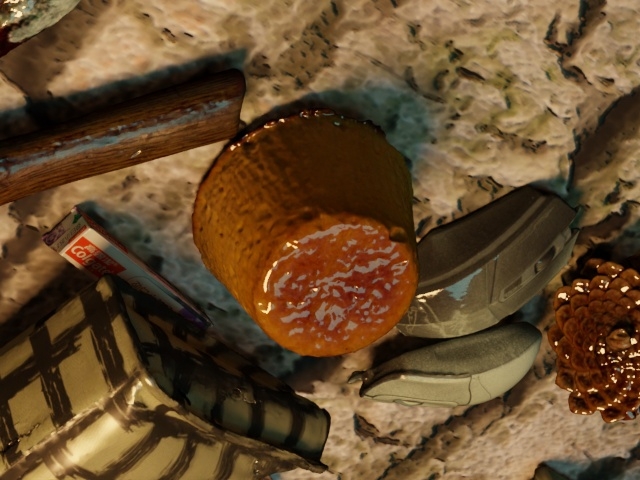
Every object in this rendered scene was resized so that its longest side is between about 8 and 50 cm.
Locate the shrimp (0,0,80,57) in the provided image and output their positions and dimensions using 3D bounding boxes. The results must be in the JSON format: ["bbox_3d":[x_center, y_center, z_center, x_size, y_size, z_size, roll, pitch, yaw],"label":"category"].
[{"bbox_3d":[-0.190,-0.271,1.424,0.410,0.166,0.221,-37,163,9],"label":"shrimp"}]

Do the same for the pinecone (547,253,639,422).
[{"bbox_3d":[0.353,0.109,2.049,0.212,0.168,0.185,16,114,-39],"label":"pinecone"}]

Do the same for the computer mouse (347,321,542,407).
[{"bbox_3d":[0.137,0.143,1.991,0.229,0.068,0.113,-14,166,-24],"label":"computer mouse"}]

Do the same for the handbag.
[{"bbox_3d":[-0.203,0.210,1.801,0.325,0.162,0.327,-37,144,18],"label":"handbag"}]

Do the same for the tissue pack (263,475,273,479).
[{"bbox_3d":[-0.100,0.325,2.047,0.112,0.051,0.156,-17,133,-22],"label":"tissue pack"}]

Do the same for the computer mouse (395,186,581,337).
[{"bbox_3d":[0.176,0.034,1.950,0.231,0.071,0.126,-26,135,-10],"label":"computer mouse"}]

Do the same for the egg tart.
[{"bbox_3d":[0.000,0.000,1.745,0.215,0.171,0.215,-8,123,-13],"label":"egg tart"}]

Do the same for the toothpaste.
[{"bbox_3d":[-0.176,0.039,1.769,0.047,0.040,0.196,-43,135,5],"label":"toothpaste"}]

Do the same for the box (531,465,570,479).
[{"bbox_3d":[0.273,0.419,2.199,0.178,0.274,0.138,-41,134,15],"label":"box"}]

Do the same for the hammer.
[{"bbox_3d":[-0.252,-0.063,1.620,0.409,0.095,0.242,-20,134,-23],"label":"hammer"}]
